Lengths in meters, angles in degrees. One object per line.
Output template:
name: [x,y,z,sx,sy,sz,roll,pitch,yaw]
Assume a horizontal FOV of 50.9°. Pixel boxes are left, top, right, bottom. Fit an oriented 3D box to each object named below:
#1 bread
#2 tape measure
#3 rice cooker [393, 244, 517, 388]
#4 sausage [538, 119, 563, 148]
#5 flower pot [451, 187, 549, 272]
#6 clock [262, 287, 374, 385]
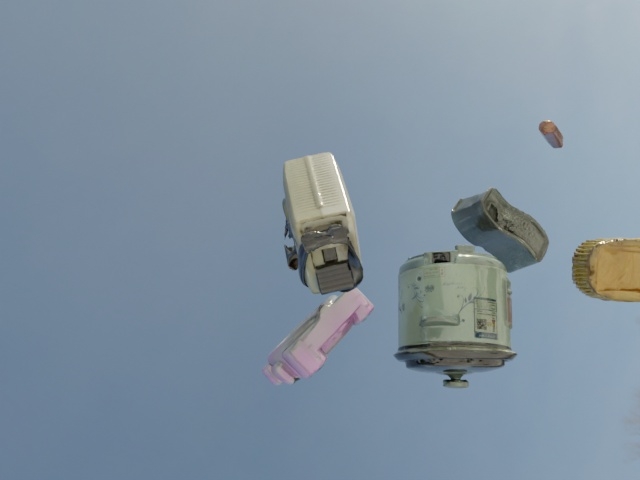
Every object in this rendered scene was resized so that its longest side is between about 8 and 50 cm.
bread: [0.609,0.059,1.367,0.191,0.114,0.132,5,-92,-4]
tape measure: [0.000,0.000,1.183,0.133,0.271,0.231,-13,-54,-3]
rice cooker: [0.292,0.175,1.476,0.317,0.265,0.316,-4,-90,-71]
sausage: [0.464,-0.213,1.350,0.147,0.030,0.035,15,-88,-62]
flower pot: [0.436,-0.028,1.628,0.229,0.108,0.103,37,-122,-16]
clock: [-0.017,0.209,1.423,0.090,0.248,0.227,47,-124,2]
